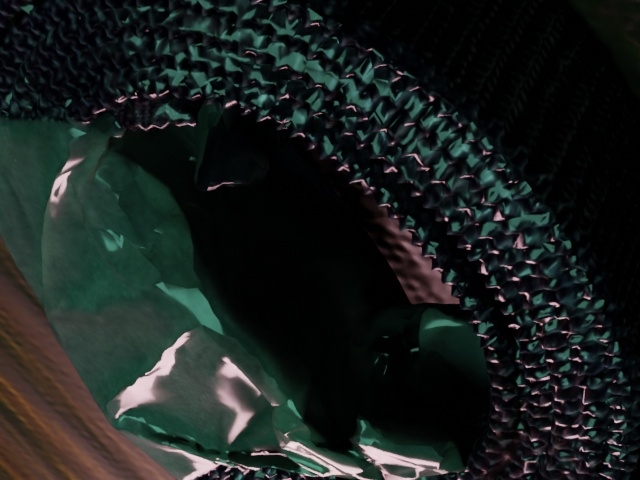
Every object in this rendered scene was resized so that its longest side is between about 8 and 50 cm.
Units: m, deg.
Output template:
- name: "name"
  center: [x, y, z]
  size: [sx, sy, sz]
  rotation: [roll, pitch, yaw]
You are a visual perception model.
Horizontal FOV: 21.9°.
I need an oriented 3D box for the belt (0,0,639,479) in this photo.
- name: "belt"
  center: [0.000, 0.000, 0.653]
  size: [0.260, 0.122, 0.325]
  rotation: [-16, 122, 38]
